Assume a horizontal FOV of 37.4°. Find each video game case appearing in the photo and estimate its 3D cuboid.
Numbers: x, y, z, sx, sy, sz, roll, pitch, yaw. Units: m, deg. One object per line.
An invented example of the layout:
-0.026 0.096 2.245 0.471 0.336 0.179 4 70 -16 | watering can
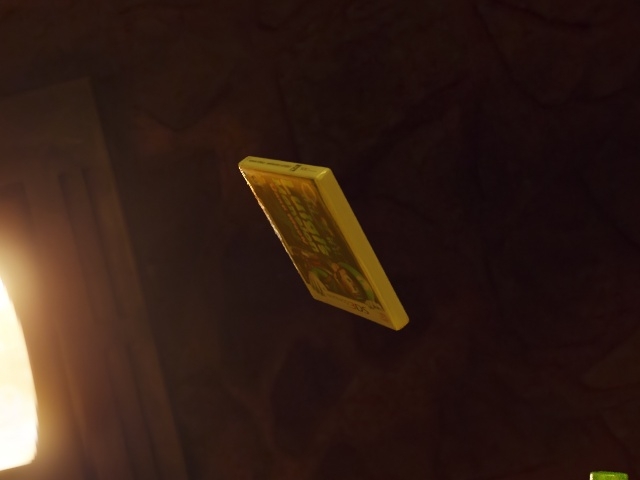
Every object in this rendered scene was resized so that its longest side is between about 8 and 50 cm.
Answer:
0.000 0.000 0.994 0.173 0.022 0.190 15 -42 58 | video game case

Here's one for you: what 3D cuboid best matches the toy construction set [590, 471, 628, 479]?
0.316 0.244 0.668 0.215 0.327 0.151 32 73 -70 | toy construction set
